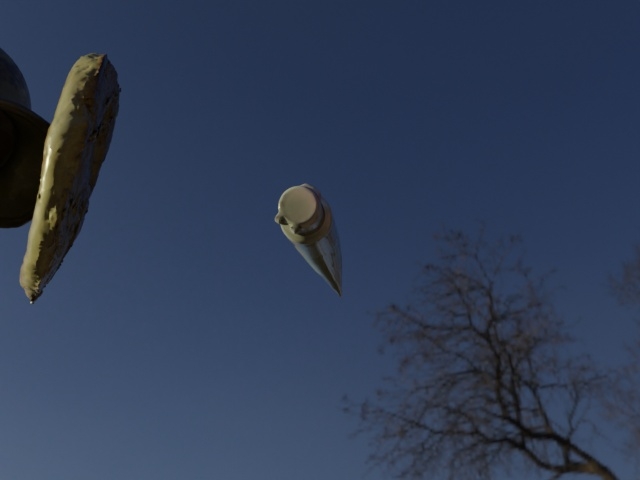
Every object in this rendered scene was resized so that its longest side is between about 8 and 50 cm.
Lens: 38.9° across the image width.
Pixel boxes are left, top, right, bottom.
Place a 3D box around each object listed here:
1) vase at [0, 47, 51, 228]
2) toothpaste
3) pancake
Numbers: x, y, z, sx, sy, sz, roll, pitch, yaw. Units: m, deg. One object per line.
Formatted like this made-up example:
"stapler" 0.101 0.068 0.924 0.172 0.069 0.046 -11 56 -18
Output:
"vase" -0.550 -0.184 1.283 0.240 0.302 0.329 -53 -41 5
"toothpaste" 0.000 0.000 0.974 0.056 0.058 0.314 30 -8 12
"pancake" -0.323 -0.083 1.169 0.065 0.356 0.356 14 -40 -12
